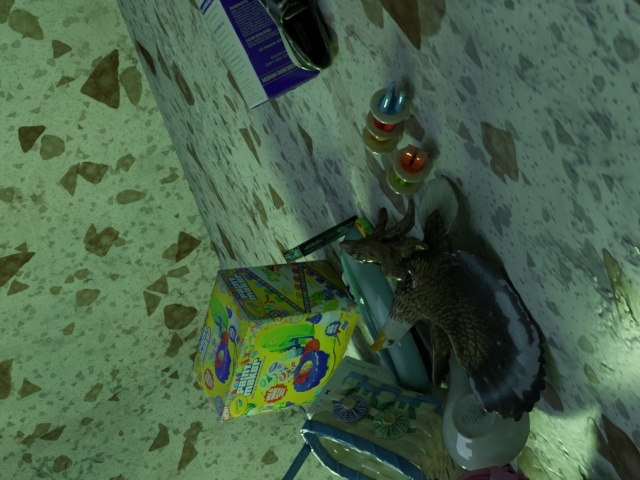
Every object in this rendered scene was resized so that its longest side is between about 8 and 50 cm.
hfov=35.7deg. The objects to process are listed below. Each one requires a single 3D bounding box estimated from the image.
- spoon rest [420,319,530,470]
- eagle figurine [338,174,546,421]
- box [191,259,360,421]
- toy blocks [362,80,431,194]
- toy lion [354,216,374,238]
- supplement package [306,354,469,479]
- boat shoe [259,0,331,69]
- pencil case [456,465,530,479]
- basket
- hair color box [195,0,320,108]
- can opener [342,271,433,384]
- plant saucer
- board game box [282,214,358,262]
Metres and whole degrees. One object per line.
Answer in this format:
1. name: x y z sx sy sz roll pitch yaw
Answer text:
1. spoon rest: 0.225 0.221 1.514 0.084 0.137 0.276 41 -156 -53
2. eagle figurine: 0.162 0.087 1.353 0.298 0.225 0.226 39 -142 -24
3. box: -0.102 0.216 2.190 0.177 0.279 0.289 52 135 41
4. toy blocks: 0.106 -0.138 1.320 0.123 0.054 0.148 60 168 14
5. toy lion: 0.090 0.004 1.775 0.100 0.034 0.096 167 83 -77
6. supplement package: 0.139 0.356 1.810 0.262 0.145 0.204 14 141 31
7. boat shoe: -0.044 -0.348 1.446 0.219 0.078 0.070 58 171 -23
8. pencil case: 0.283 0.486 1.500 0.386 0.167 0.160 68 178 -50
9. basket: 0.069 0.367 1.574 0.255 0.288 0.201 13 154 30
10. hair color box: -0.134 -0.394 1.630 0.338 0.110 0.185 62 169 -9
11. can opener: 0.134 0.157 1.872 0.280 0.074 0.093 61 -157 10
12. plant saucer: 0.101 0.127 1.669 0.317 0.044 0.317 156 90 -86
13. board game box: 0.000 0.000 1.899 0.026 0.126 0.186 62 169 -1
